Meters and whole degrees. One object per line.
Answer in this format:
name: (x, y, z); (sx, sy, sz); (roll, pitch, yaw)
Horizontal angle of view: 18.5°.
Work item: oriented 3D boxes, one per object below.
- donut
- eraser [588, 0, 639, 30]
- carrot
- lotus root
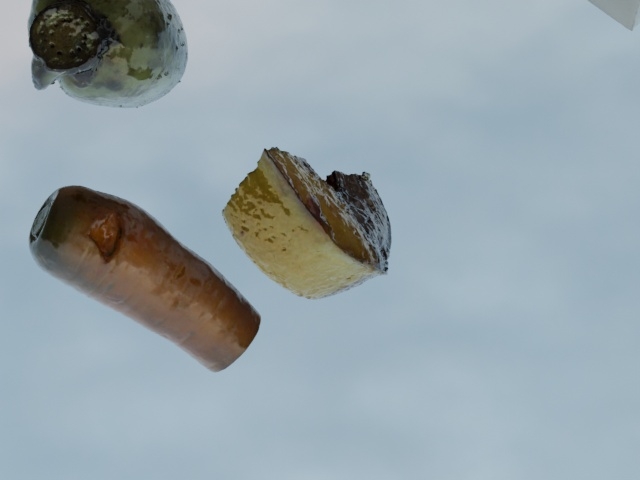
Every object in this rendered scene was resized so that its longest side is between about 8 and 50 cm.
donut: (0.000, 0.000, 2.156); (0.112, 0.151, 0.295); (-34, 164, 19)
eraser: (0.172, -0.251, 1.297); (0.157, 0.230, 0.038); (39, -111, 16)
carrot: (-0.137, 0.026, 1.556); (0.193, 0.087, 0.087); (31, -159, -18)
lotus root: (-0.235, -0.228, 2.198); (0.173, 0.173, 0.309); (0, -177, 8)
